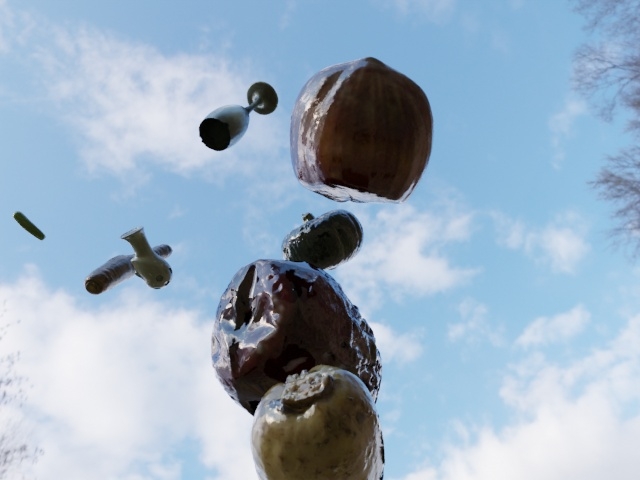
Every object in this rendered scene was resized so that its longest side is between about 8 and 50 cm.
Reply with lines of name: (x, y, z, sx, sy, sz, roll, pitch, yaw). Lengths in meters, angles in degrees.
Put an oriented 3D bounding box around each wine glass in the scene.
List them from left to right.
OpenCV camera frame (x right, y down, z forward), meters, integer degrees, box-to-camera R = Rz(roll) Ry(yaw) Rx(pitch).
wine glass: (-0.165, -0.260, 1.266, 0.096, 0.310, 0.264, -21, -66, 28)

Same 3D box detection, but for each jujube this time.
jujube: (-0.031, 0.200, 0.819, 0.258, 0.258, 0.377, -30, -60, 7)

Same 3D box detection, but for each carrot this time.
carrot: (-0.499, 0.062, 1.273, 0.070, 0.342, 0.070, 4, -75, 15)

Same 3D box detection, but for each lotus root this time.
lotus root: (0.001, 0.272, 0.597, 0.160, 0.146, 0.284, -9, -59, 1)

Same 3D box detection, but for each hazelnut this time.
hazelnut: (0.059, -0.154, 0.701, 0.212, 0.181, 0.181, 11, -97, 9)

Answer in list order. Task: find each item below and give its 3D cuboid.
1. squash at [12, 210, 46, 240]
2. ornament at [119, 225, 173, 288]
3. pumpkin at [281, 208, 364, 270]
squash: (-0.674, -0.033, 1.100, 0.089, 0.027, 0.027, 43, -74, -5)
ornament: (-0.421, 0.047, 1.155, 0.081, 0.074, 0.156, -32, -72, -24)
pumpkin: (0.002, 0.001, 1.157, 0.211, 0.211, 0.152, -19, -99, 0)
